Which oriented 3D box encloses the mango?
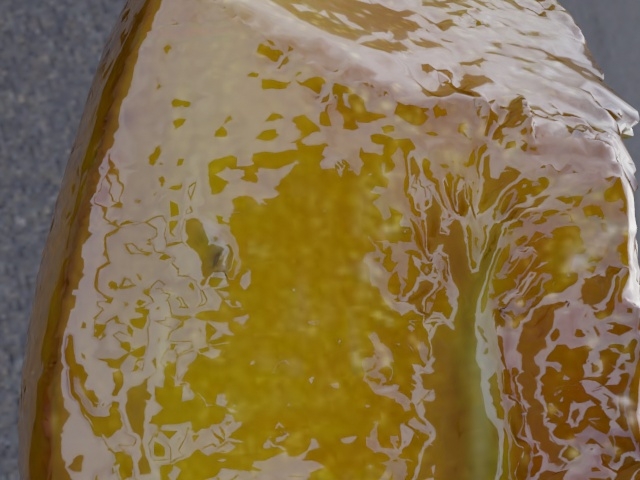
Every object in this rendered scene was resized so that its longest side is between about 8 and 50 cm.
[{"bbox_3d":[0.000,0.000,0.418,0.201,0.199,0.350,38,30,-36],"label":"mango"}]
